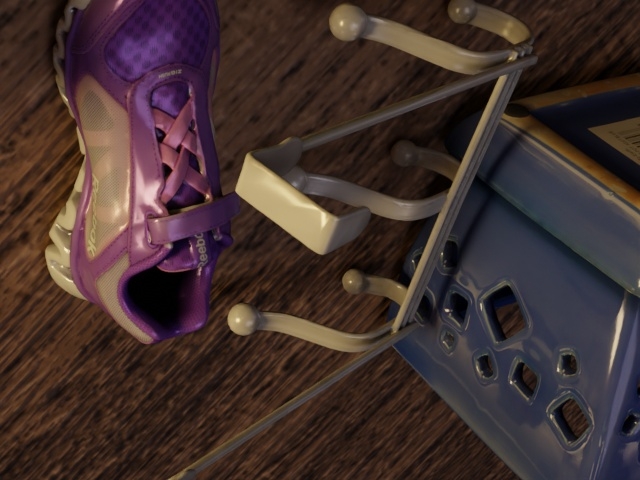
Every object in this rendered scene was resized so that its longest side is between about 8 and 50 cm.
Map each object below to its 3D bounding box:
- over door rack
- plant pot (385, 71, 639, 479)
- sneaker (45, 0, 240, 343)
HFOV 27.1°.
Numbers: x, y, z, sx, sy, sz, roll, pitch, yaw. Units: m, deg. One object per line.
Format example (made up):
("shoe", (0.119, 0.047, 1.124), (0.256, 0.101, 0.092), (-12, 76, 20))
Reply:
("over door rack", (0.000, 0.000, 0.759), (0.324, 0.108, 0.239), (-43, 157, -55))
("plant pot", (0.210, 0.019, 0.923), (0.236, 0.236, 0.212), (-14, 129, -30))
("sneaker", (-0.085, -0.039, 0.712), (0.095, 0.104, 0.236), (-13, 133, -29))
